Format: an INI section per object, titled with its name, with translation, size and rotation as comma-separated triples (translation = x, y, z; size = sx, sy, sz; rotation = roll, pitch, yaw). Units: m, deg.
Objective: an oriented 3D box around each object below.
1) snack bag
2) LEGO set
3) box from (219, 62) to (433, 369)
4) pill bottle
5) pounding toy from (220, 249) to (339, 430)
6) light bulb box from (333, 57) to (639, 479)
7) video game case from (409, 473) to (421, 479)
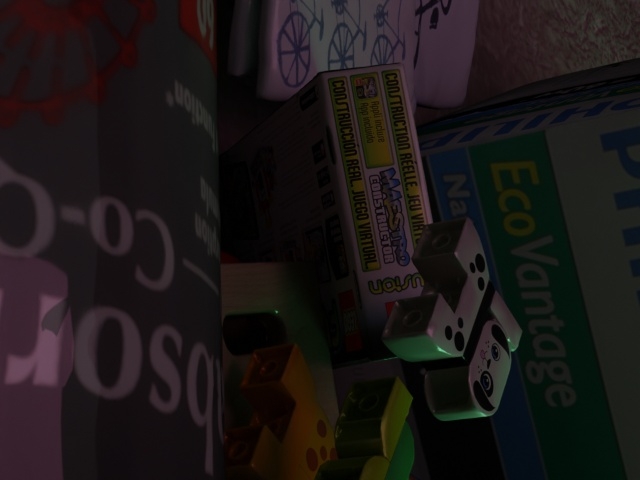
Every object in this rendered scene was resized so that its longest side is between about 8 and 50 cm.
[snack bag]
translation = 0.046, -0.217, 0.891
size = 0.342, 0.037, 0.323
rotation = 0, 97, -70
[LEGO set]
translation = 0.008, 0.109, 0.610
size = 0.093, 0.087, 0.227
rotation = 55, 41, -32
[box]
translation = 0.000, 0.000, 0.777
size = 0.207, 0.036, 0.114
rotation = 157, -77, -74
[pill bottle]
translation = -0.128, 0.070, 0.478
size = 0.210, 0.210, 0.363
rotation = 24, 59, -56
[pounding toy]
translation = -0.071, 0.036, 0.674
size = 0.141, 0.130, 0.100
rotation = 1, 78, -60
[light bulb box]
translation = 0.187, 0.083, 1.016
size = 0.361, 0.225, 0.358
rotation = -24, 101, -60
[video game case]
translation = 0.011, 0.114, 0.783
size = 0.119, 0.166, 0.015
rotation = 2, 116, -61
